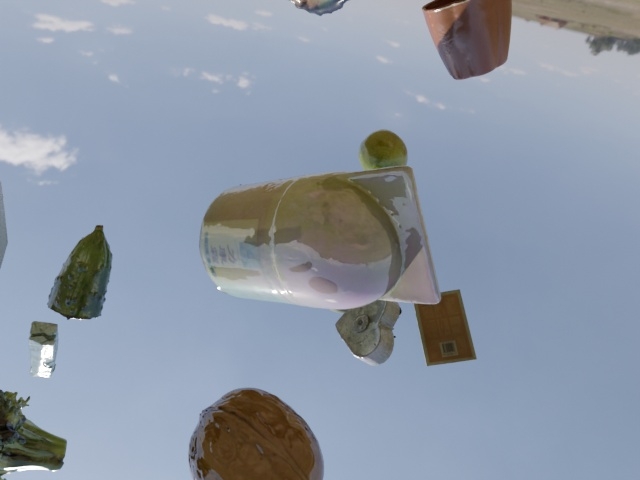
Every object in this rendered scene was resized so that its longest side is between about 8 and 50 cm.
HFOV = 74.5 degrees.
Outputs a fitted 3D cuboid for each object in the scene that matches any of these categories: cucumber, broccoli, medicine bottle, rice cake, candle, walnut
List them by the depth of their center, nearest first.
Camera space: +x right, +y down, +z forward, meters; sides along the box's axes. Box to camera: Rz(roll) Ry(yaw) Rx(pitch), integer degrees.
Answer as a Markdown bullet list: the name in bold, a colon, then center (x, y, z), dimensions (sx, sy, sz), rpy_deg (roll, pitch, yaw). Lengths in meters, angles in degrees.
- **walnut**: center (-0.093, 0.311, 0.603), dimensions (0.207, 0.167, 0.167), rpy_deg (34, -142, 13)
- **medicine bottle**: center (0.000, 0.000, 0.737), dimensions (0.405, 0.236, 0.235), rpy_deg (-1, -161, 40)
- **broccoli**: center (-0.716, 0.486, 0.962), dimensions (0.243, 0.246, 0.263), rpy_deg (32, -133, -36)
- **candle**: center (0.118, 0.224, 1.091), dimensions (0.068, 0.168, 0.192), rpy_deg (40, -129, -32)
- **cucumber**: center (-0.613, 0.076, 1.108), dimensions (0.134, 0.245, 0.134), rpy_deg (18, -175, -2)
- **rice cake**: center (-0.755, 0.305, 1.145), dimensions (0.066, 0.336, 0.063), rpy_deg (14, -126, -24)

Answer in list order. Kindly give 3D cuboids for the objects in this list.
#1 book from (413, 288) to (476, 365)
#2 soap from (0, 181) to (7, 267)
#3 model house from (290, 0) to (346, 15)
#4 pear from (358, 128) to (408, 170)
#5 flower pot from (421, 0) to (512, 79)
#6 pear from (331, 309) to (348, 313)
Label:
- **book**: center (0.423, 0.299, 1.452), dimensions (0.170, 0.018, 0.242), rpy_deg (-10, -112, 9)
- **soap**: center (-0.537, -0.057, 0.567), dimensions (0.095, 0.290, 0.173), rpy_deg (3, -114, -10)
- **model house**: center (0.024, -0.774, 0.830), dimensions (0.394, 0.401, 0.445), rpy_deg (21, 173, -24)
- **pear**: center (0.205, -0.269, 1.432), dimensions (0.166, 0.180, 0.216), rpy_deg (12, -110, 27)
- **flower pot**: center (0.341, -0.471, 0.945), dimensions (0.190, 0.173, 0.191), rpy_deg (-20, -149, 13)
- **pear**: center (0.107, 0.073, 1.275), dimensions (0.293, 0.295, 0.294), rpy_deg (9, -147, -6)
